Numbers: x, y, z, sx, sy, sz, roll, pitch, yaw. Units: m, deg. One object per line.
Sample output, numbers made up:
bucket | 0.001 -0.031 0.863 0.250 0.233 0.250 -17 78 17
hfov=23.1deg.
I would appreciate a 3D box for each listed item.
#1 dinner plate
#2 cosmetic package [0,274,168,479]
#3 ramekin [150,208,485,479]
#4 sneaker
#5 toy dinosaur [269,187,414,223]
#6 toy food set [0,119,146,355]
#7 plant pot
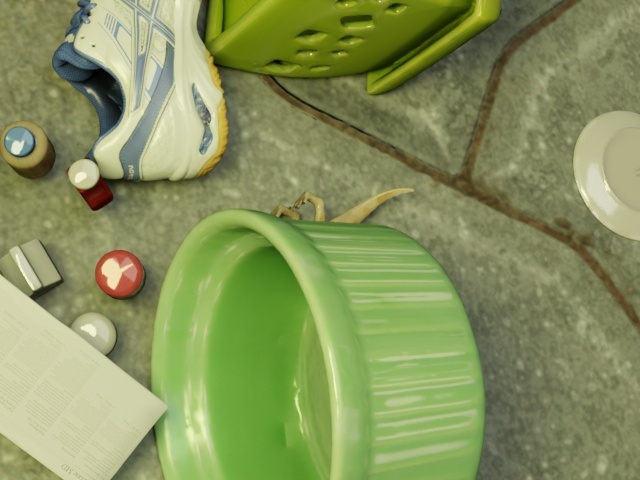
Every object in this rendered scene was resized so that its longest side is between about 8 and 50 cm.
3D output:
dinner plate | 0.321 -0.068 1.592 0.141 0.017 0.141 7 72 -21
cosmetic package | -0.241 0.094 1.221 0.239 0.060 0.099 43 79 -27
ramekin | -0.004 0.124 1.238 0.148 0.303 0.303 -3 74 -31
sneaker | -0.174 -0.195 1.373 0.131 0.112 0.296 -9 76 -25
toy dinosaur | 0.000 0.000 1.424 0.092 0.053 0.183 44 68 -21
toy food set | -0.220 -0.015 1.275 0.111 0.104 0.232 -30 88 -6
plant pot | 0.041 -0.270 1.432 0.207 0.227 0.228 16 66 -25
